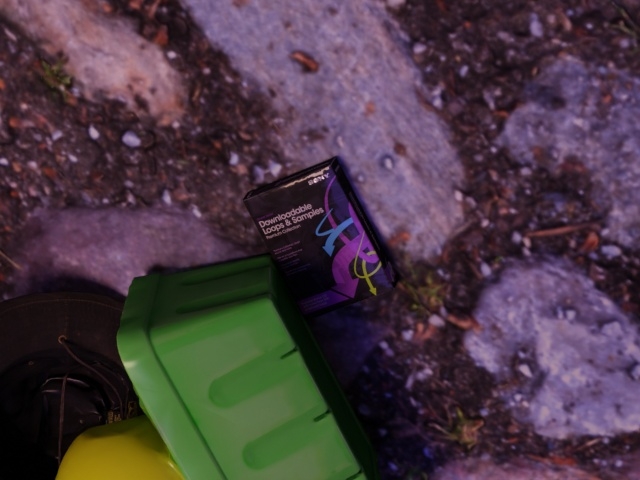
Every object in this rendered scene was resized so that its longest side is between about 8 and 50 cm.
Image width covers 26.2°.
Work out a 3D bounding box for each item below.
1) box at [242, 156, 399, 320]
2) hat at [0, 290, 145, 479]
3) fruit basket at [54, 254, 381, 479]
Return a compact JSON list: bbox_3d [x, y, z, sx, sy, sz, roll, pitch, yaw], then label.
[{"bbox_3d":[0.000,0.000,1.529,0.116,0.029,0.162,-22,106,22],"label":"box"},{"bbox_3d":[-0.322,0.209,1.619,0.331,0.331,0.134,59,154,-14],"label":"hat"},{"bbox_3d":[-0.151,0.240,1.526,0.392,0.283,0.392,-1,107,-2],"label":"fruit basket"}]
